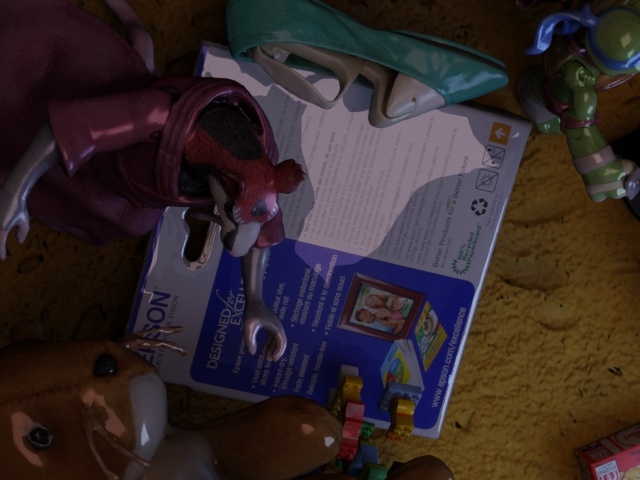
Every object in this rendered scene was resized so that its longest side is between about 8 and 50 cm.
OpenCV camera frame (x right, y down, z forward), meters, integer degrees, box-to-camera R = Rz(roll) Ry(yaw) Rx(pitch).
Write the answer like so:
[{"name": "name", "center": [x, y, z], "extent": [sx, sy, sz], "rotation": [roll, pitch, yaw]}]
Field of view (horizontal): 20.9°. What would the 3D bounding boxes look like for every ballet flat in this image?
[{"name": "ballet flat", "center": [0.033, -0.141, 1.443], "extent": [0.247, 0.083, 0.087], "rotation": [18, 77, -12]}]

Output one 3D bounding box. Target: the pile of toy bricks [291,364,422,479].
[{"name": "pile of toy bricks", "center": [0.033, 0.219, 1.530], "extent": [0.118, 0.105, 0.212], "rotation": [11, 132, -14]}]

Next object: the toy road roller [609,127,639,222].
[{"name": "toy road roller", "center": [0.416, 0.007, 1.540], "extent": [0.202, 0.240, 0.329], "rotation": [-27, 107, -6]}]

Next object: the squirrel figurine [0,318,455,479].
[{"name": "squirrel figurine", "center": [-0.150, 0.240, 1.370], "extent": [0.370, 0.397, 0.281], "rotation": [36, 50, -16]}]

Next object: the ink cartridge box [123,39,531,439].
[{"name": "ink cartridge box", "center": [0.000, 0.000, 1.534], "extent": [0.307, 0.072, 0.303], "rotation": [14, 100, -14]}]

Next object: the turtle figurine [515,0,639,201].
[{"name": "turtle figurine", "center": [0.278, -0.126, 1.454], "extent": [0.275, 0.266, 0.198], "rotation": [6, 96, -6]}]

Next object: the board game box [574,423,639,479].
[{"name": "board game box", "center": [0.344, 0.266, 1.685], "extent": [0.147, 0.045, 0.193], "rotation": [-22, 107, -7]}]

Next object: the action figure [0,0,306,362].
[{"name": "action figure", "center": [-0.120, -0.078, 1.329], "extent": [0.248, 0.370, 0.275], "rotation": [28, 78, -38]}]
